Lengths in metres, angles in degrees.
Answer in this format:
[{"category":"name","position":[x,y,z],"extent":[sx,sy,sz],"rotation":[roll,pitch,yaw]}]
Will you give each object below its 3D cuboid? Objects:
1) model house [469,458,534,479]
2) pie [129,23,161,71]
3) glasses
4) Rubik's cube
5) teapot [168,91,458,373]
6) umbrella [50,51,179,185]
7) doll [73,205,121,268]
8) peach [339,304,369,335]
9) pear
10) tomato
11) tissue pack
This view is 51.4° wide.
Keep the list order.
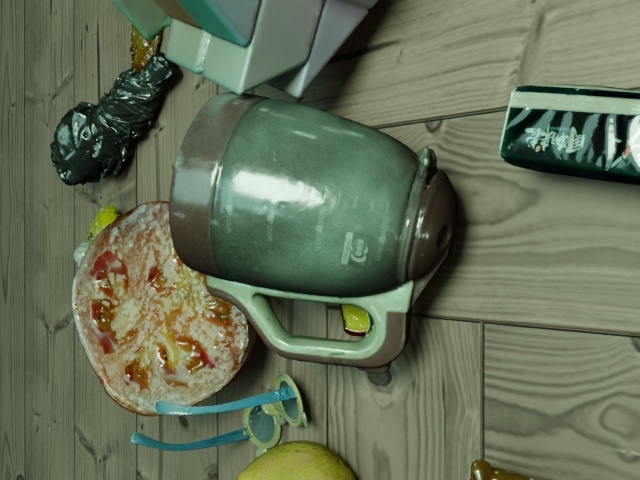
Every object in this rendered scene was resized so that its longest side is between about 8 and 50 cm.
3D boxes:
[{"category":"model house","position":[0.212,0.369,0.683],"extent":[0.220,0.199,0.229],"rotation":[-22,41,2]},{"category":"pie","position":[-0.329,-0.399,1.252],"extent":[0.088,0.033,0.191],"rotation":[14,99,38]},{"category":"glasses","position":[-0.147,0.246,0.973],"extent":[0.189,0.221,0.088],"rotation":[-50,35,46]},{"category":"Rubik's cube","position":[-0.104,-0.387,0.810],"extent":[0.358,0.387,0.367],"rotation":[32,114,41]},{"category":"teapot","position":[0.000,0.000,0.812],"extent":[0.312,0.233,0.314],"rotation":[14,102,16]},{"category":"umbrella","position":[-0.390,-0.240,1.255],"extent":[0.154,0.128,0.336],"rotation":[48,116,13]},{"category":"doll","position":[-0.442,0.005,1.334],"extent":[0.162,0.062,0.106],"rotation":[-52,53,31]},{"category":"peach","position":[0.050,0.087,0.890],"extent":[0.083,0.050,0.077],"rotation":[34,85,24]},{"category":"pear","position":[-0.036,0.356,0.894],"extent":[0.178,0.178,0.177],"rotation":[0,90,43]},{"category":"tomato","position":[-0.232,0.107,1.069],"extent":[0.339,0.144,0.338],"rotation":[-1,87,24]},{"category":"tissue pack","position":[0.277,-0.103,0.648],"extent":[0.170,0.103,0.090],"rotation":[18,106,41]}]
